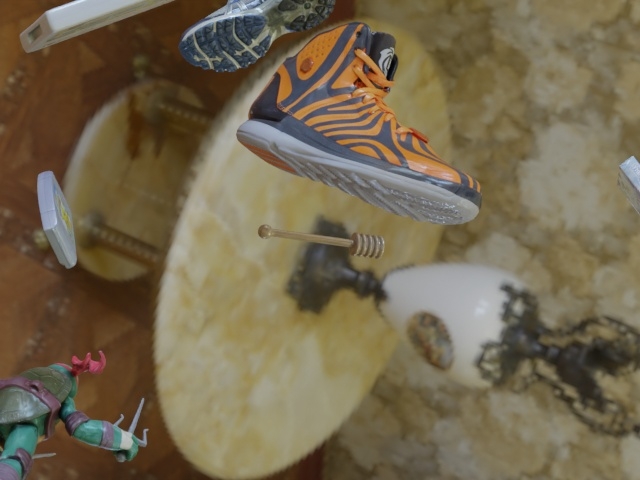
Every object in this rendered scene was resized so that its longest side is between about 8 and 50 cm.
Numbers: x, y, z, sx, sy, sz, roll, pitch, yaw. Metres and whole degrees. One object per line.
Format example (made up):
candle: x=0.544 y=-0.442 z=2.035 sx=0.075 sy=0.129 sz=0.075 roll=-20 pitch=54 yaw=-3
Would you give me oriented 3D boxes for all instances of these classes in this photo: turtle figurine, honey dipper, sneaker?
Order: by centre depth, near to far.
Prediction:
sneaker: x=-0.056 y=-0.186 z=1.157 sx=0.135 sy=0.058 sz=0.052 roll=-23 pitch=130 yaw=-4
turtle figurine: x=-0.275 y=0.181 z=1.302 sx=0.234 sy=0.175 sz=0.118 roll=-43 pitch=118 yaw=-58
sneaker: x=0.061 y=-0.140 z=1.512 sx=0.180 sy=0.321 sz=0.124 roll=-62 pitch=147 yaw=-7
honey dipper: x=0.000 y=0.000 z=1.707 sx=0.160 sy=0.030 sz=0.030 roll=6 pitch=108 yaw=-20

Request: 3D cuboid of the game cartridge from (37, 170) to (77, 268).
game cartridge: x=-0.229 y=-0.021 z=1.205 sx=0.017 sy=0.083 sz=0.056 roll=-21 pitch=131 yaw=2

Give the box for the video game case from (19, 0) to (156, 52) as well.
video game case: x=-0.196 y=-0.256 z=1.466 sx=0.227 sy=0.206 sz=0.026 roll=-23 pitch=99 yaw=-17

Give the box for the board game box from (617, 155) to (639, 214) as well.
board game box: x=0.333 y=-0.035 z=1.396 sx=0.020 sy=0.090 sz=0.090 roll=-36 pitch=166 yaw=3
